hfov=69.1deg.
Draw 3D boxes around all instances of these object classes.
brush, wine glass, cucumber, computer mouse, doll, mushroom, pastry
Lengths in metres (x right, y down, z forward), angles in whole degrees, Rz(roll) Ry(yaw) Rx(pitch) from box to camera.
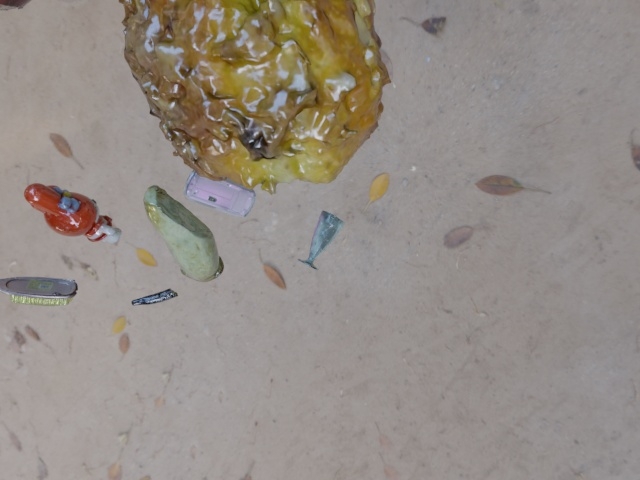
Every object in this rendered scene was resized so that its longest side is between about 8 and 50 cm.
[{"bbox_3d":[-0.765,0.124,1.126,0.313,0.072,0.067,8,117,-24],"label":"brush"},{"bbox_3d":[0.000,0.000,1.263,0.073,0.073,0.155,29,84,6],"label":"wine glass"},{"bbox_3d":[-0.505,0.177,1.418,0.135,0.033,0.034,-19,88,-9],"label":"cucumber"},{"bbox_3d":[-0.325,-0.154,1.507,0.056,0.245,0.125,34,102,50],"label":"computer mouse"},{"bbox_3d":[-0.702,-0.075,1.310,0.161,0.290,0.129,11,70,34],"label":"doll"},{"bbox_3d":[-0.287,-0.001,1.013,0.107,0.333,0.087,-7,59,-4],"label":"mushroom"},{"bbox_3d":[-0.077,-0.240,0.555,0.293,0.405,0.337,-11,106,6],"label":"pastry"}]

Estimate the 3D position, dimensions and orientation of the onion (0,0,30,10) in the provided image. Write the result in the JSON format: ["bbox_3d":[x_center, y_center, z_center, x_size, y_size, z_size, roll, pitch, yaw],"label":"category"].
[{"bbox_3d":[-0.874,-0.755,1.233,0.260,0.337,0.281,-14,101,-31],"label":"onion"}]
